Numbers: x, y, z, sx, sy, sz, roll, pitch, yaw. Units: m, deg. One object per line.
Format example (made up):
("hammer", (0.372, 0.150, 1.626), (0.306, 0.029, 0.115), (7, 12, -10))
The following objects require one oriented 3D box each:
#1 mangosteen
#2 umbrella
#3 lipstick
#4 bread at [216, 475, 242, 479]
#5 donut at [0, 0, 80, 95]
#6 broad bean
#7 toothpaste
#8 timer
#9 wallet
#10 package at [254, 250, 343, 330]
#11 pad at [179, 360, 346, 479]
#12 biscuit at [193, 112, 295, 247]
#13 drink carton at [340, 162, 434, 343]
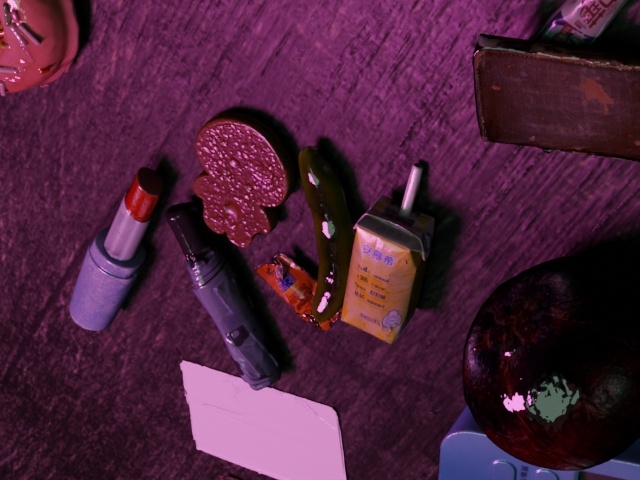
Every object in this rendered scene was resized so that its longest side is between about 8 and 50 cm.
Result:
("mangosteen", (0.246, 0.126, 1.821), (0.216, 0.216, 0.216), (21, 134, 23))
("umbrella", (-0.114, 0.066, 2.152), (0.052, 0.053, 0.250), (10, 134, 54))
("lipstick", (-0.235, 0.009, 2.196), (0.068, 0.061, 0.274), (39, 139, 8))
("bread", (-0.089, 0.345, 2.375), (0.062, 0.043, 0.109), (-15, 112, 46))
("donut", (-0.370, -0.248, 2.073), (0.233, 0.085, 0.199), (15, 133, 30))
("broad bean", (0.005, 0.002, 2.005), (0.069, 0.039, 0.226), (13, 122, 18))
("toothpaste", (0.232, -0.196, 1.681), (0.060, 0.038, 0.233), (35, 142, -2))
("timer", (0.257, 0.291, 2.030), (0.250, 0.091, 0.231), (17, 132, 21))
("wallet", (0.253, -0.126, 1.703), (0.232, 0.031, 0.122), (10, 138, 20))
("package", (-0.020, 0.058, 2.091), (0.111, 0.033, 0.077), (42, 129, -6))
("pad", (-0.070, 0.234, 2.297), (0.232, 0.004, 0.156), (15, 132, 28))
("biscuit", (-0.087, -0.069, 2.043), (0.124, 0.026, 0.175), (33, 137, 14))
("drink carton", (0.074, 0.012, 1.950), (0.084, 0.074, 0.200), (26, 137, 18))
